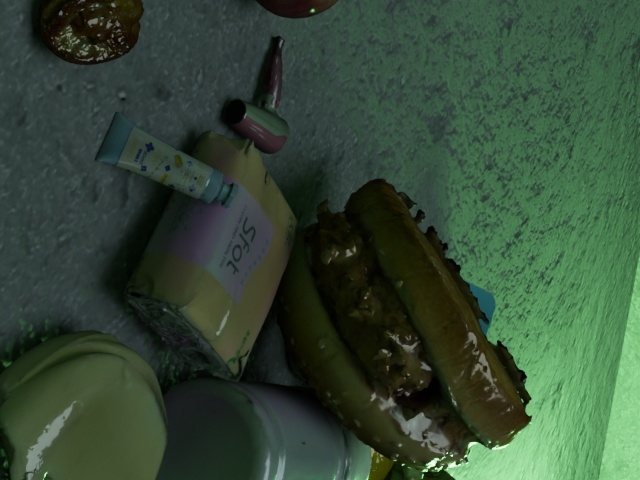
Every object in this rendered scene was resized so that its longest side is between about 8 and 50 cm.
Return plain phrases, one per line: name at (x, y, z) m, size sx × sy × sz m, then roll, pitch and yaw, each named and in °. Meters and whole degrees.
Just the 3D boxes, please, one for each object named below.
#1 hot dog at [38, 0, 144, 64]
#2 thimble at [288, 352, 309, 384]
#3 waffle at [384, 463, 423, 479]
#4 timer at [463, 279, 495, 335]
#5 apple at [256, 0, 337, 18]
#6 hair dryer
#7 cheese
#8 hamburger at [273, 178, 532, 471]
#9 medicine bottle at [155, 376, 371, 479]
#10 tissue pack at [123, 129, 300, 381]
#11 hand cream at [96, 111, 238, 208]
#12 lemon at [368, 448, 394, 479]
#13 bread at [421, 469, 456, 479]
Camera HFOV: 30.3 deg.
hot dog at (-0.240, -0.247, 1.282) m, size 0.147 × 0.065 × 0.099 m, roll -34°, pitch 142°, yaw -52°
thimble at (0.037, 0.160, 1.883) m, size 0.137 × 0.143 × 0.191 m, roll -43°, pitch 139°, yaw -42°
waffle at (0.128, 0.320, 2.048) m, size 0.056 × 0.292 × 0.309 m, roll 15°, pitch 100°, yaw -18°
timer at (0.223, 0.176, 2.276) m, size 0.250 × 0.091 × 0.232 m, roll 26°, pitch 82°, yaw -55°
apple at (-0.033, -0.364, 1.528) m, size 0.153 × 0.120 × 0.153 m, roll -34°, pitch 136°, yaw -42°
hair dryer at (-0.077, -0.207, 1.618) m, size 0.106 × 0.054 × 0.154 m, roll 35°, pitch 63°, yaw -55°
cheese at (-0.290, 0.240, 1.374) m, size 0.233 × 0.127 × 0.266 m, roll -43°, pitch 138°, yaw -42°
hamburger at (0.078, 0.109, 1.653) m, size 0.268 × 0.446 × 0.287 m, roll -32°, pitch 156°, yaw 9°
medicine bottle at (-0.086, 0.305, 1.675) m, size 0.325 × 0.212 × 0.212 m, roll 18°, pitch 88°, yaw -62°
tissue pack at (-0.137, 0.021, 1.536) m, size 0.215 × 0.122 × 0.257 m, roll 61°, pitch 42°, yaw -52°
hand cream at (-0.179, -0.088, 1.414) m, size 0.170 × 0.043 × 0.065 m, roll 26°, pitch 77°, yaw -20°
lemon at (0.031, 0.334, 1.925) m, size 0.193 × 0.180 × 0.181 m, roll -21°, pitch 122°, yaw -65°
bread at (0.193, 0.544, 2.314) m, size 0.246 × 0.176 × 0.196 m, roll 10°, pitch 97°, yaw -61°
